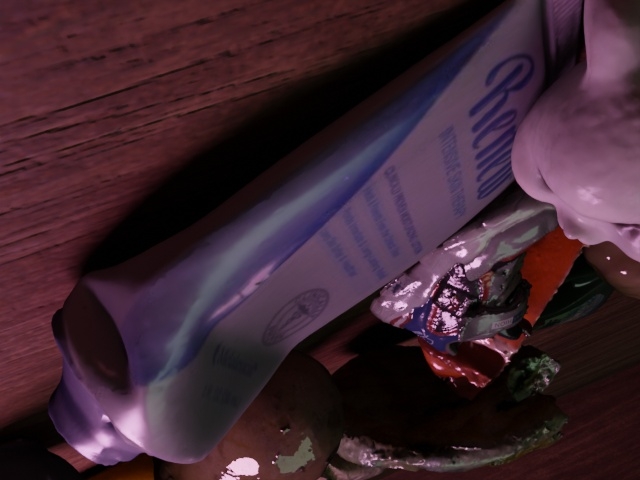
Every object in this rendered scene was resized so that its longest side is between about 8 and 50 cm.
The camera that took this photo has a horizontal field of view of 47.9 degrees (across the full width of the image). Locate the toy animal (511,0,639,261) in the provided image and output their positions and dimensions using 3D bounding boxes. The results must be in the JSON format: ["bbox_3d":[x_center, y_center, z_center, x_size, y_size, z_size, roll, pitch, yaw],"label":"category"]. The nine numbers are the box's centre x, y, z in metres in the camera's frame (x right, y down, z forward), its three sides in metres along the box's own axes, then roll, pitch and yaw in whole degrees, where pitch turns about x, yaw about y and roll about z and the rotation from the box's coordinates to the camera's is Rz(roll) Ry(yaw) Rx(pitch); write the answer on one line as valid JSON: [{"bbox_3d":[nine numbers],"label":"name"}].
[{"bbox_3d":[0.212,-0.082,0.443,0.193,0.127,0.178,-6,126,-54],"label":"toy animal"}]

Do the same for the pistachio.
[{"bbox_3d":[0.413,0.004,0.834,0.226,0.135,0.136,-6,154,-5],"label":"pistachio"}]

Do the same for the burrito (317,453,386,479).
[{"bbox_3d":[-0.028,0.420,1.332,0.175,0.107,0.348,-22,160,36],"label":"burrito"}]

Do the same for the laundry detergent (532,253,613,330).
[{"bbox_3d":[0.265,0.077,0.923,0.222,0.078,0.144,-9,152,-29],"label":"laundry detergent"}]

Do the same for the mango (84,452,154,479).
[{"bbox_3d":[-0.221,0.319,0.931,0.228,0.099,0.136,-15,161,-4],"label":"mango"}]

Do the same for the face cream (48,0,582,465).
[{"bbox_3d":[0.000,0.000,0.488,0.420,0.137,0.235,-37,155,0],"label":"face cream"}]

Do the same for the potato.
[{"bbox_3d":[-0.079,0.205,0.746,0.165,0.165,0.262,1,134,-46],"label":"potato"}]

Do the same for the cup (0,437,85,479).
[{"bbox_3d":[-0.292,0.274,0.690,0.199,0.150,0.199,-21,157,-9],"label":"cup"}]

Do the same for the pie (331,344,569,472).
[{"bbox_3d":[0.139,0.187,0.857,0.303,0.066,0.302,-8,-165,2],"label":"pie"}]

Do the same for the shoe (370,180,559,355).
[{"bbox_3d":[0.145,0.042,0.636,0.099,0.125,0.227,-35,174,-43],"label":"shoe"}]

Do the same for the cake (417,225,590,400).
[{"bbox_3d":[0.208,0.029,0.767,0.287,0.135,0.098,-47,150,2],"label":"cake"}]
